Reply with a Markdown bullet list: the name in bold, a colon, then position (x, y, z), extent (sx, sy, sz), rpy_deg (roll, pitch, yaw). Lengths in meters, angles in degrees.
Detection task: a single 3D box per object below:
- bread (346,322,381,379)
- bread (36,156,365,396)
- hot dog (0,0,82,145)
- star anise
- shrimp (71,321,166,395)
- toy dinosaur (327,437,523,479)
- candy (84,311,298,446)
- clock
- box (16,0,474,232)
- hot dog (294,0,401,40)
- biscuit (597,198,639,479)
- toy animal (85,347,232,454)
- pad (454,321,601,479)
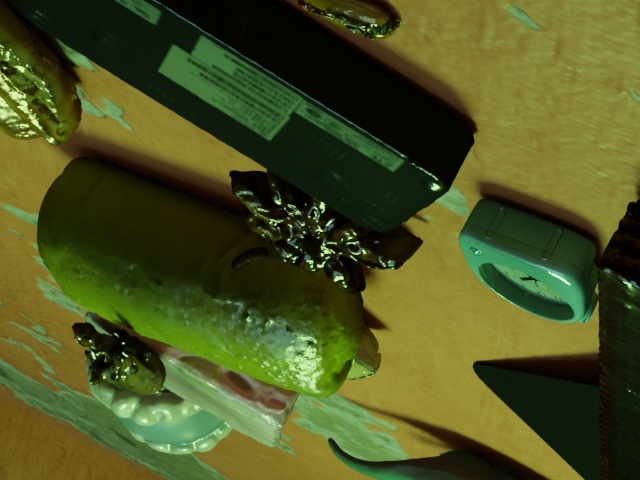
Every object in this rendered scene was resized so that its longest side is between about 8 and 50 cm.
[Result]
- **bread**: position (-0.007, 0.099, 2.009), extent (0.125, 0.082, 0.106), rpy_deg (-14, 146, 43)
- **bread**: position (-0.130, 0.041, 1.914), extent (0.383, 0.112, 0.166), rpy_deg (20, 128, 31)
- **hot dog**: position (-0.296, -0.171, 1.709), extent (0.115, 0.072, 0.269), rpy_deg (20, 160, 32)
- **star anise**: position (0.001, 0.000, 1.694), extent (0.177, 0.073, 0.234), rpy_deg (21, 156, 9)
- **shrimp**: position (-0.227, 0.123, 2.048), extent (0.117, 0.066, 0.262), rpy_deg (21, 169, 8)
- **toy dinosaur**: position (0.209, 0.284, 2.203), extent (0.383, 0.129, 0.331), rpy_deg (31, 153, -1)
- **candy**: position (-0.133, 0.118, 2.228), extent (0.265, 0.116, 0.155), rpy_deg (30, 167, 4)
- **clock**: position (0.173, 0.026, 1.543), extent (0.108, 0.045, 0.147), rpy_deg (23, 163, 25)
- **box**: position (-0.063, -0.129, 1.466), extent (0.350, 0.058, 0.211), rpy_deg (31, 163, -6)
- **hot dog**: position (0.015, -0.154, 1.316), extent (0.083, 0.021, 0.037), rpy_deg (23, 164, 25)
- **biscuit**: position (0.271, 0.110, 1.484), extent (0.107, 0.073, 0.388), rpy_deg (25, 154, 22)
- **toy animal**: position (-0.197, 0.170, 2.417), extent (0.208, 0.156, 0.204), rpy_deg (20, 165, 20)
- **pad**: position (0.283, 0.163, 1.821), extent (0.315, 0.063, 0.375), rpy_deg (43, 167, -17)
